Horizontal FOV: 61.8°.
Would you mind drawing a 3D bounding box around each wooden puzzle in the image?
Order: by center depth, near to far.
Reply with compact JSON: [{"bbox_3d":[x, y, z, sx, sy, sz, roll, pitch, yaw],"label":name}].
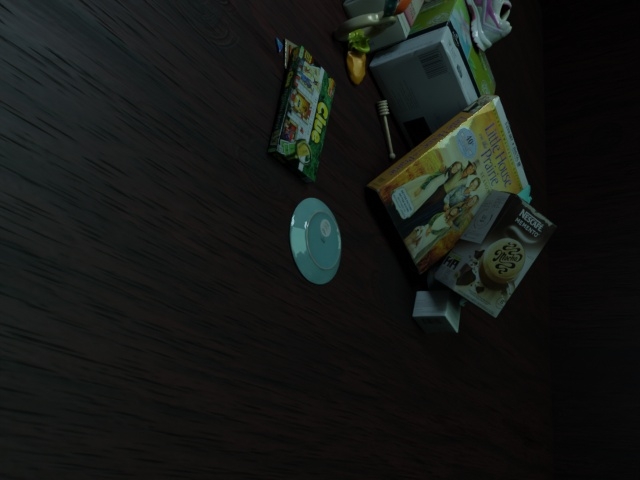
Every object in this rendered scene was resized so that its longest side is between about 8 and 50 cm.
[{"bbox_3d":[-0.053,-0.392,1.155,0.116,0.014,0.078,-4,86,-55],"label":"wooden puzzle"}]

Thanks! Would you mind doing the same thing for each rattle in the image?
[{"bbox_3d":[0.136,-0.482,1.280,0.130,0.200,0.142,12,74,-54],"label":"rattle"}]

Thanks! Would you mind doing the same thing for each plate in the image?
[{"bbox_3d":[0.000,0.000,1.144,0.188,0.024,0.188,15,72,-52],"label":"plate"}]

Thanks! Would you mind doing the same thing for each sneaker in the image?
[{"bbox_3d":[0.479,-0.669,1.514,0.103,0.111,0.252,-1,80,-58],"label":"sneaker"}]

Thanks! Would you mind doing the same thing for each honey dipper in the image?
[{"bbox_3d":[0.183,-0.301,1.463,0.030,0.030,0.160,-28,108,-54],"label":"honey dipper"}]

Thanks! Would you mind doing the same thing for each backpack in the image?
[{"bbox_3d":[0.400,0.116,1.596,0.188,0.144,0.165,-9,96,-48],"label":"backpack"}]

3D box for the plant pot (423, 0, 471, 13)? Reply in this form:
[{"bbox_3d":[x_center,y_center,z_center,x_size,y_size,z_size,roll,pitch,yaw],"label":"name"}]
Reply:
[{"bbox_3d":[0.408,-0.920,1.673,0.323,0.323,0.280,27,56,-50],"label":"plant pot"}]

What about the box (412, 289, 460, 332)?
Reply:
[{"bbox_3d":[0.328,0.201,1.504,0.102,0.101,0.087,49,46,-40],"label":"box"}]

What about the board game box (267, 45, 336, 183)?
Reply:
[{"bbox_3d":[-0.035,-0.266,1.132,0.136,0.030,0.259,35,59,-49],"label":"board game box"}]

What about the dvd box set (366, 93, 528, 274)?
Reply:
[{"bbox_3d":[0.355,-0.147,1.441,0.420,0.062,0.307,-37,122,-10],"label":"dvd box set"}]

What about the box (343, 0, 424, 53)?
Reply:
[{"bbox_3d":[0.175,-0.638,1.434,0.148,0.127,0.232,55,42,-34],"label":"box"}]

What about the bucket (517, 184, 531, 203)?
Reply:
[{"bbox_3d":[0.515,-0.084,1.692,0.281,0.281,0.183,13,79,-54],"label":"bucket"}]

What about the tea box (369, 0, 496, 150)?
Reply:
[{"bbox_3d":[0.340,-0.479,1.555,0.329,0.220,0.323,54,41,-33],"label":"tea box"}]

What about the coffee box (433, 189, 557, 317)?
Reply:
[{"bbox_3d":[0.469,0.033,1.446,0.168,0.119,0.297,32,93,-20],"label":"coffee box"}]
